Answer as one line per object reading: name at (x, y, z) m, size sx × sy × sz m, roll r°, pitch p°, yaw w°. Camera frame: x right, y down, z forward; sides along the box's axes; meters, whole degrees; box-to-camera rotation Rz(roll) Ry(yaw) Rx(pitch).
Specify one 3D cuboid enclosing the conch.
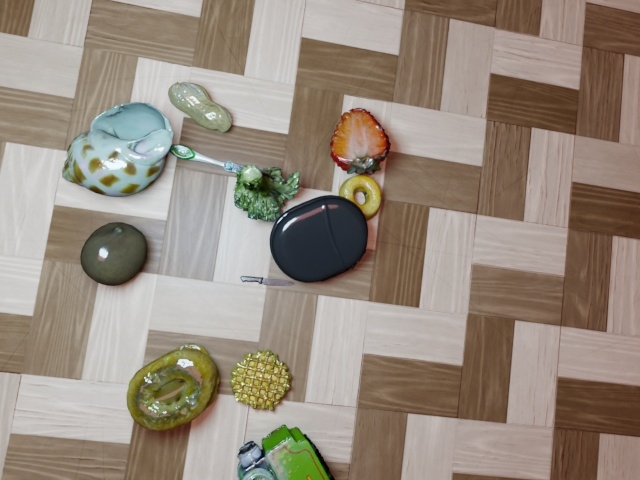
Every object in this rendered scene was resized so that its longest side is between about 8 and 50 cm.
conch at (-0.589, -0.247, 1.293) m, size 0.367 × 0.197 × 0.250 m, roll -7°, pitch 82°, yaw -6°

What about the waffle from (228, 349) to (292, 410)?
waffle at (-0.181, 0.422, 1.366) m, size 0.190 × 0.038 × 0.191 m, roll 1°, pitch 86°, yaw -7°

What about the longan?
longan at (-0.588, 0.038, 1.285) m, size 0.189 × 0.189 × 0.190 m, roll 1°, pitch 85°, yaw -7°

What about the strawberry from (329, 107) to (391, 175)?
strawberry at (0.124, -0.303, 1.441) m, size 0.189 × 0.111 × 0.237 m, roll -4°, pitch 62°, yaw 3°

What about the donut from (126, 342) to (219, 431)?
donut at (-0.418, 0.428, 1.293) m, size 0.261 × 0.128 × 0.209 m, roll -34°, pitch 90°, yaw -7°

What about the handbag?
handbag at (0.000, 0.000, 1.367) m, size 0.307 × 0.093 × 0.254 m, roll -23°, pitch 104°, yaw -3°

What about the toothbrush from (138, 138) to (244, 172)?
toothbrush at (-0.438, -0.277, 1.399) m, size 0.417 × 0.040 × 0.042 m, roll 17°, pitch 90°, yaw -1°

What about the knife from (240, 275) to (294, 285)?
knife at (-0.166, 0.128, 1.407) m, size 0.170 × 0.010 × 0.023 m, roll 6°, pitch 84°, yaw -8°

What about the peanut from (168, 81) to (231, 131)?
peanut at (-0.368, -0.412, 1.389) m, size 0.214 × 0.090 × 0.099 m, roll 38°, pitch 72°, yaw -5°

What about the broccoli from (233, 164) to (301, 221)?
broccoli at (-0.145, -0.151, 1.303) m, size 0.198 × 0.274 × 0.177 m, roll 1°, pitch 83°, yaw -17°

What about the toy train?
toy train at (-0.095, 0.698, 1.292) m, size 0.248 × 0.173 × 0.308 m, roll -29°, pitch 89°, yaw -15°

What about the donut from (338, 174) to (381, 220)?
donut at (0.131, -0.139, 1.443) m, size 0.151 × 0.058 × 0.152 m, roll 1°, pitch 83°, yaw -6°
